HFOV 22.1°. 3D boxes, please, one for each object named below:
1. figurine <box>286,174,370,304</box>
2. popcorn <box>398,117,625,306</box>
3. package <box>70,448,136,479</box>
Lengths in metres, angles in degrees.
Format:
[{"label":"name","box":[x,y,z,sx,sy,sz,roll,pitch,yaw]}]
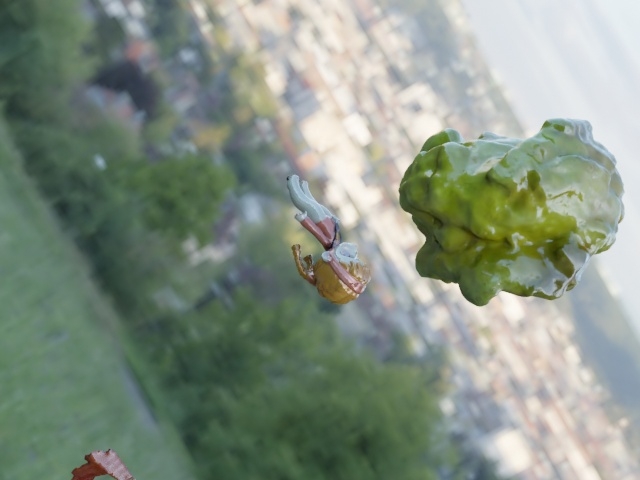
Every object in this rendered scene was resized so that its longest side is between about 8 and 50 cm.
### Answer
[{"label":"figurine","box":[0.000,0.000,1.232,0.064,0.047,0.109,29,30,-56]},{"label":"popcorn","box":[0.167,-0.026,1.400,0.197,0.197,0.156,-82,162,-79]},{"label":"package","box":[-0.159,0.290,1.141,0.288,0.223,0.108,54,16,-27]}]
